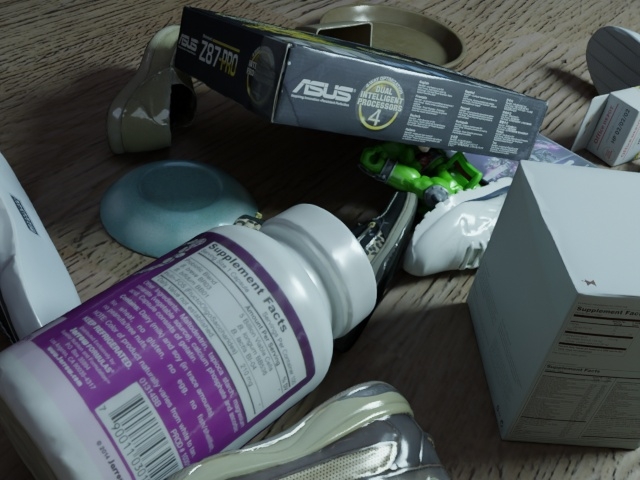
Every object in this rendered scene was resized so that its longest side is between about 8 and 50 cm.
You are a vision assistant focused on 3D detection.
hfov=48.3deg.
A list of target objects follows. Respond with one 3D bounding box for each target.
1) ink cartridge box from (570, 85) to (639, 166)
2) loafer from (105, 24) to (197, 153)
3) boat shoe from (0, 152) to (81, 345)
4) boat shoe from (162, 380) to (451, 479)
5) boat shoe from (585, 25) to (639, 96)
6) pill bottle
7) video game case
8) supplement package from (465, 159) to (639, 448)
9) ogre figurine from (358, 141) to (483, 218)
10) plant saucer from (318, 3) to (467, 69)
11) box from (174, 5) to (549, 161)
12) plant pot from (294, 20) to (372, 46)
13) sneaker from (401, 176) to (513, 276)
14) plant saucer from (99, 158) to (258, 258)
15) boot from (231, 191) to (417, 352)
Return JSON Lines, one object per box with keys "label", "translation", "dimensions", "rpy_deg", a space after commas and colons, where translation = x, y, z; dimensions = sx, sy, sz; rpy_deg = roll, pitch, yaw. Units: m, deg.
{"label": "ink cartridge box", "translation": [0.492, -0.183, 1.130], "dimensions": [0.181, 0.104, 0.061], "rpy_deg": [-17, 46, -28]}
{"label": "loafer", "translation": [-0.215, -0.209, 1.013], "dimensions": [0.092, 0.102, 0.269], "rpy_deg": [14, 49, 2]}
{"label": "boat shoe", "translation": [-0.330, 0.021, 0.710], "dimensions": [0.102, 0.108, 0.301], "rpy_deg": [-35, 64, -2]}
{"label": "boat shoe", "translation": [-0.035, 0.222, 0.503], "dimensions": [0.355, 0.132, 0.130], "rpy_deg": [-24, 50, -33]}
{"label": "boat shoe", "translation": [0.605, -0.253, 1.250], "dimensions": [0.119, 0.121, 0.335], "rpy_deg": [-10, 54, -34]}
{"label": "pill bottle", "translation": [-0.098, 0.090, 0.591], "dimensions": [0.301, 0.169, 0.169], "rpy_deg": [-33, 56, -32]}
{"label": "video game case", "translation": [0.324, -0.088, 1.042], "dimensions": [0.196, 0.026, 0.274], "rpy_deg": [-27, 51, -36]}
{"label": "supplement package", "translation": [0.256, 0.062, 0.704], "dimensions": [0.149, 0.203, 0.194], "rpy_deg": [5, 40, -7]}
{"label": "ogre figurine", "translation": [0.142, -0.083, 0.931], "dimensions": [0.118, 0.097, 0.197], "rpy_deg": [41, 7, 27]}
{"label": "plant saucer", "translation": [0.131, -0.364, 1.318], "dimensions": [0.277, 0.041, 0.278], "rpy_deg": [6, 40, -5]}
{"label": "box", "translation": [0.045, -0.206, 0.942], "dimensions": [0.394, 0.097, 0.318], "rpy_deg": [3, 23, -32]}
{"label": "plant pot", "translation": [0.012, -0.311, 1.182], "dimensions": [0.109, 0.109, 0.096], "rpy_deg": [-17, 34, -29]}
{"label": "sneaker", "translation": [0.197, -0.006, 0.872], "dimensions": [0.235, 0.090, 0.095], "rpy_deg": [-25, 60, -34]}
{"label": "plant saucer", "translation": [-0.171, -0.053, 0.877], "dimensions": [0.194, 0.037, 0.195], "rpy_deg": [7, 40, -6]}
{"label": "boot", "translation": [0.000, -0.001, 0.806], "dimensions": [0.178, 0.085, 0.236], "rpy_deg": [22, 48, 12]}
